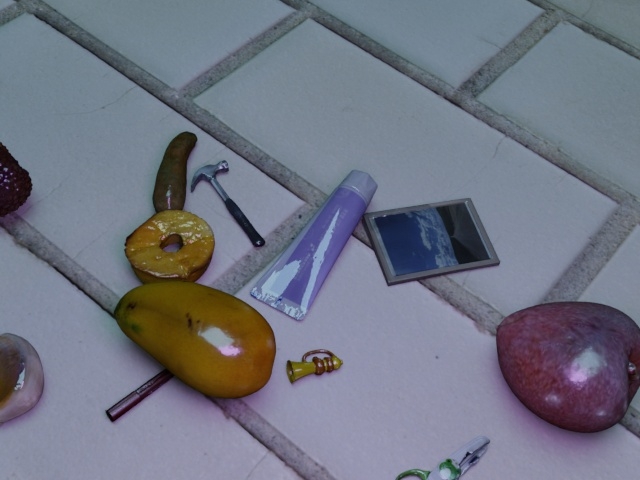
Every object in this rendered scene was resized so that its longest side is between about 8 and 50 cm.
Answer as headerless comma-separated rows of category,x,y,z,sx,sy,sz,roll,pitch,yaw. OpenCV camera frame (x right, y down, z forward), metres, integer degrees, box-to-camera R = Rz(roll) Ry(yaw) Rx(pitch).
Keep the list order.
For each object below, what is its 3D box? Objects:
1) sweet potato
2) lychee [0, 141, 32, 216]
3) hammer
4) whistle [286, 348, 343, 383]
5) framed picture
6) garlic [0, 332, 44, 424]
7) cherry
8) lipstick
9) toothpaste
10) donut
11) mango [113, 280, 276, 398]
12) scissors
sweet potato,-0.321,-0.152,2.083,0.075,0.075,0.273,5,46,-2
lychee,-0.705,-0.123,1.952,0.188,0.188,0.188,3,51,-4
hammer,-0.197,-0.073,2.056,0.103,0.029,0.246,-23,58,-23
whistle,-0.013,0.240,1.823,0.109,0.057,0.046,-10,97,-25
framed picture,0.237,0.000,2.049,0.260,0.023,0.189,-9,55,-13
garlic,-0.575,0.233,1.732,0.129,0.090,0.198,-21,60,-7
cherry,0.467,0.228,1.765,0.307,0.221,0.261,19,42,25
lipstick,-0.320,0.275,1.762,0.027,0.027,0.176,40,56,24
toothpaste,0.000,0.000,1.991,0.125,0.080,0.371,26,58,16
donut,-0.305,0.026,1.935,0.174,0.074,0.190,14,47,7
mango,-0.225,0.172,1.749,0.317,0.173,0.211,25,23,14
scissors,0.227,0.416,1.705,0.204,0.027,0.101,-33,64,-26
